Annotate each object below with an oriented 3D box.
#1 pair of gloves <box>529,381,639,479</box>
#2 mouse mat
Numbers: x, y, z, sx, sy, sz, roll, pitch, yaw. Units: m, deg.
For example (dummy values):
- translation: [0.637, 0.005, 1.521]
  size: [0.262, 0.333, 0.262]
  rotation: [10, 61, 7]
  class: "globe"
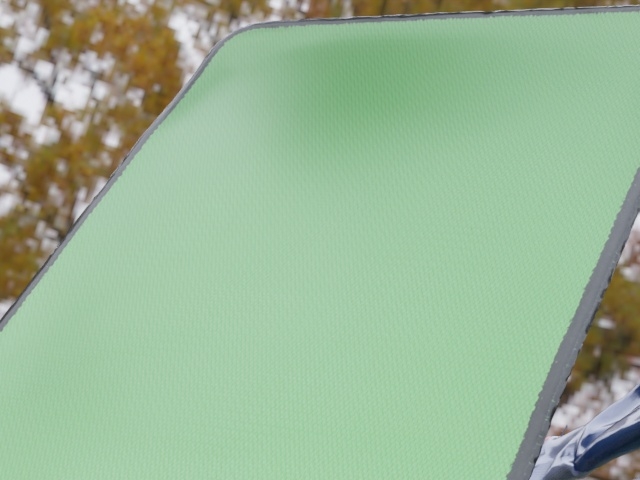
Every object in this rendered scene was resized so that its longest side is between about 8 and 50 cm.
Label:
- translation: [0.097, 0.082, 0.542]
  size: [0.023, 0.198, 0.159]
  rotation: [51, -44, 1]
  class: "pair of gloves"
- translation: [0.000, 0.000, 0.386]
  size: [0.153, 0.189, 0.007]
  rotation: [2, -47, 31]
  class: "mouse mat"
